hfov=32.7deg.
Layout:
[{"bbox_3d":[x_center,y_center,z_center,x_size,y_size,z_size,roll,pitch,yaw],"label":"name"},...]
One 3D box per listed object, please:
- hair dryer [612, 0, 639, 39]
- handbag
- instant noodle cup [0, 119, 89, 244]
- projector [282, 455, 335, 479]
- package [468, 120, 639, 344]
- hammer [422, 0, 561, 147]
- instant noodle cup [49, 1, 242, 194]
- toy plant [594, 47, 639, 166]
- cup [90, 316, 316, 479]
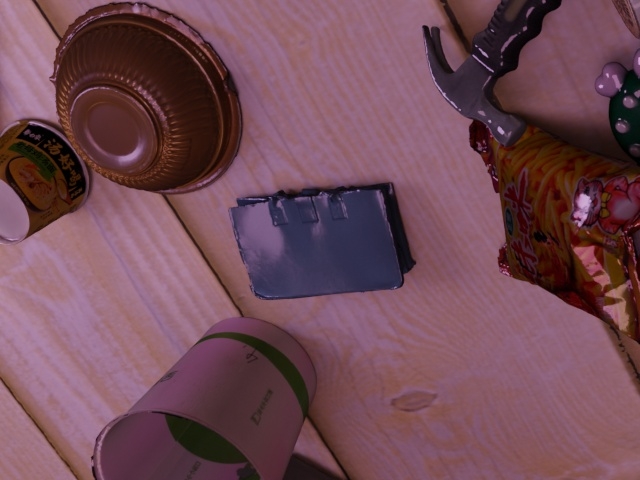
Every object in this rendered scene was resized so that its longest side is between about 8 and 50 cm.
[{"bbox_3d":[0.396,-0.158,0.979,0.173,0.107,0.357,-26,75,14],"label":"hair dryer"},{"bbox_3d":[0.000,0.000,1.401,0.221,0.057,0.144,-4,116,25],"label":"handbag"},{"bbox_3d":[-0.405,-0.071,1.475,0.151,0.122,0.151,12,127,16],"label":"instant noodle cup"},{"bbox_3d":[-0.025,0.473,1.694,0.198,0.108,0.250,29,128,1],"label":"projector"},{"bbox_3d":[0.282,-0.012,1.199,0.288,0.108,0.223,39,144,54],"label":"package"},{"bbox_3d":[0.206,-0.228,1.143,0.159,0.041,0.226,48,121,18],"label":"hammer"},{"bbox_3d":[-0.238,-0.156,1.371,0.274,0.090,0.274,11,125,16],"label":"instant noodle cup"},{"bbox_3d":[0.413,-0.113,1.112,0.243,0.112,0.232,-20,113,43],"label":"toy plant"},{"bbox_3d":[-0.139,0.253,1.491,0.253,0.274,0.253,10,124,16],"label":"cup"}]
